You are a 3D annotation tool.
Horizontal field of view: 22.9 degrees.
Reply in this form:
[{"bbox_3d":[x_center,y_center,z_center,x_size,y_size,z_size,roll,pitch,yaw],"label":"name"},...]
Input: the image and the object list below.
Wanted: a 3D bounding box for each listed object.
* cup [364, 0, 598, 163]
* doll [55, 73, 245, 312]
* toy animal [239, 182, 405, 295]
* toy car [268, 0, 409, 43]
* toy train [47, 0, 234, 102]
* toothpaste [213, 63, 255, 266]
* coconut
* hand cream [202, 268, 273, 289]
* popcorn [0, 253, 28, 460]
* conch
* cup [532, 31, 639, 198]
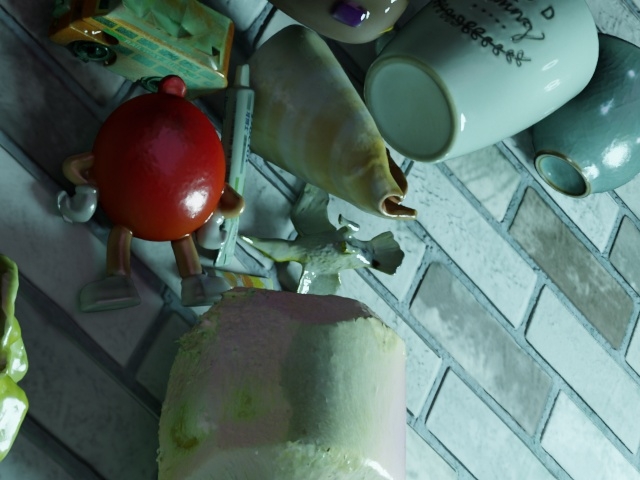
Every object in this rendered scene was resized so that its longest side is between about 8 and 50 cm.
[{"bbox_3d":[0.143,-0.216,1.769,0.258,0.186,0.234,43,51,17],"label":"cup"},{"bbox_3d":[-0.157,-0.044,1.462,0.183,0.085,0.217,-1,86,-30],"label":"doll"},{"bbox_3d":[0.000,0.000,1.582,0.155,0.095,0.219,20,60,-42],"label":"toy animal"},{"bbox_3d":[0.019,-0.307,1.580,0.271,0.240,0.341,35,36,1],"label":"toy car"},{"bbox_3d":[-0.162,-0.197,1.501,0.188,0.099,0.072,24,58,-34],"label":"toy train"},{"bbox_3d":[-0.084,-0.072,1.528,0.048,0.029,0.197,-5,101,-75],"label":"toothpaste"},{"bbox_3d":[-0.035,0.179,1.402,0.233,0.233,0.245,32,47,-31],"label":"coconut"},{"bbox_3d":[-0.080,0.044,1.542,0.102,0.022,0.035,16,56,-44],"label":"hand cream"},{"bbox_3d":[-0.329,0.066,1.151,0.257,0.270,0.224,27,36,23],"label":"popcorn"},{"bbox_3d":[-0.011,-0.103,1.571,0.255,0.127,0.158,60,1,38],"label":"conch"},{"bbox_3d":[0.327,-0.130,1.904,0.199,0.199,0.150,47,66,-20],"label":"cup"}]
